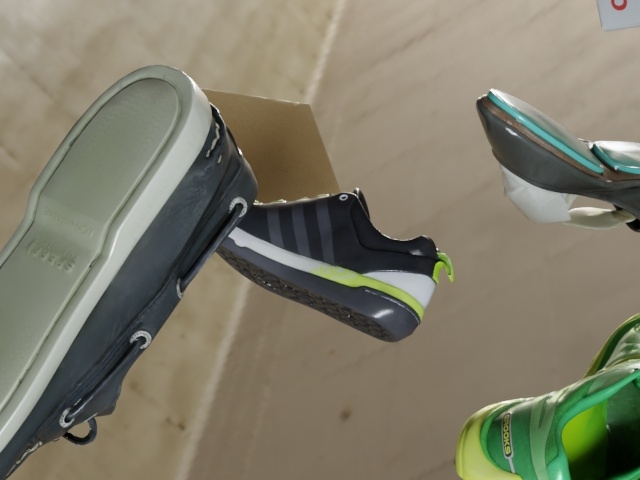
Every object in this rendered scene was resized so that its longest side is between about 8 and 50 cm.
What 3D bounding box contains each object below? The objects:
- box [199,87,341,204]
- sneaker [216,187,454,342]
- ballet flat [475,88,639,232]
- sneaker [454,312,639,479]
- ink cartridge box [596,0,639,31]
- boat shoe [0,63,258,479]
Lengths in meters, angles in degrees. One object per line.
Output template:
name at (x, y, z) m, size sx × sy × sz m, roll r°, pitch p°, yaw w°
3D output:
box at (-0.064, -0.071, 1.331) m, size 0.201 × 0.164 × 0.021 m, roll 3°, pitch 150°, yaw -43°
sneaker at (0.000, 0.000, 1.101) m, size 0.097 × 0.234 × 0.084 m, roll -59°, pitch 155°, yaw -13°
ballet flat at (0.235, -0.057, 1.272) m, size 0.096 × 0.280 × 0.095 m, roll -59°, pitch -141°, yaw 21°
sneaker at (0.232, 0.131, 1.002) m, size 0.295 × 0.109 × 0.123 m, roll -24°, pitch -167°, yaw -36°
ink cartridge box at (0.296, -0.243, 0.988) m, size 0.208 × 0.153 × 0.087 m, roll -5°, pitch -166°, yaw 37°
boat shoe at (-0.156, 0.062, 0.809) m, size 0.127 × 0.113 × 0.340 m, roll 24°, pitch -102°, yaw 43°
